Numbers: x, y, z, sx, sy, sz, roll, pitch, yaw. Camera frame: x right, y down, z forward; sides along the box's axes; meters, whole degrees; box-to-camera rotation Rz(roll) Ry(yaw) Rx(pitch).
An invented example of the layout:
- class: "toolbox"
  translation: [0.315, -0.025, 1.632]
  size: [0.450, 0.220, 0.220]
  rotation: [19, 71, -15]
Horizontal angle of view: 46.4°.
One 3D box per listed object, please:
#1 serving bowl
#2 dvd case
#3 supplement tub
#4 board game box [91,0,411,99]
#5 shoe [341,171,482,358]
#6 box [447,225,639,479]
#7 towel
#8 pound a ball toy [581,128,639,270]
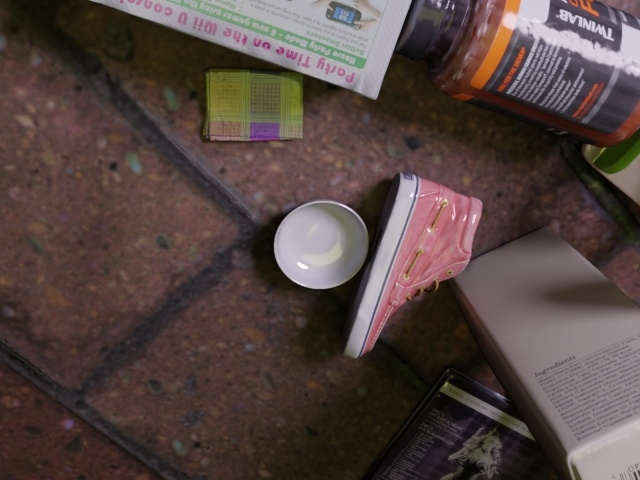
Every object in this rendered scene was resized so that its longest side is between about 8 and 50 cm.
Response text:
- class: "serving bowl"
  translation: [0.000, 0.000, 0.660]
  size: [0.083, 0.027, 0.083]
  rotation: [-2, 112, -5]
- class: "dvd case"
  translation: [0.137, 0.253, 0.782]
  size: [0.165, 0.018, 0.221]
  rotation: [29, 107, -15]
- class: "supplement tub"
  translation: [0.157, -0.148, 0.577]
  size: [0.198, 0.106, 0.106]
  rotation: [16, 109, -13]
- class: "board game box"
  translation: [-0.016, -0.280, 0.512]
  size: [0.224, 0.097, 0.303]
  rotation: [17, 107, -12]
- class: "shoe"
  translation: [0.079, 0.033, 0.662]
  size: [0.081, 0.063, 0.178]
  rotation: [17, 105, -7]
- class: "box"
  translation: [0.197, 0.094, 0.586]
  size: [0.113, 0.275, 0.094]
  rotation: [-25, 112, 5]
- class: "towel"
  translation: [-0.056, -0.113, 0.619]
  size: [0.083, 0.009, 0.060]
  rotation: [-1, 111, -7]
- class: "pound a ball toy"
  translation: [0.354, -0.093, 0.566]
  size: [0.136, 0.208, 0.319]
  rotation: [34, 104, -17]
